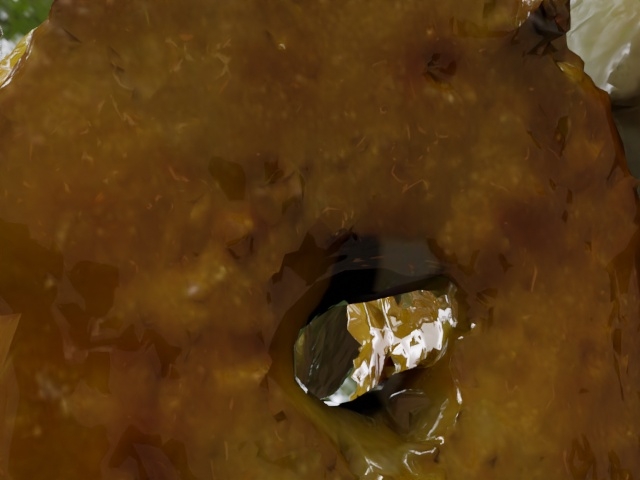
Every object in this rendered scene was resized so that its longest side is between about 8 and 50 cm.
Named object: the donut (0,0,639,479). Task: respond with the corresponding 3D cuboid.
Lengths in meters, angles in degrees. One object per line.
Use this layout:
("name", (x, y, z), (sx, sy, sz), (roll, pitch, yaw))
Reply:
("donut", (-0.003, 0.027, 0.445), (0.253, 0.118, 0.253), (3, -95, -43))

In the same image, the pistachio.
("pistachio", (0.000, 0.000, 0.649), (0.089, 0.049, 0.173), (-51, -20, -29))

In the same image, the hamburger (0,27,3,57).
("hamburger", (-0.365, -0.115, 1.113), (0.300, 0.300, 0.176), (-35, -69, -16))

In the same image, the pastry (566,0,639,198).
("pastry", (0.209, -0.062, 0.612), (0.329, 0.136, 0.329), (0, -91, -31))
